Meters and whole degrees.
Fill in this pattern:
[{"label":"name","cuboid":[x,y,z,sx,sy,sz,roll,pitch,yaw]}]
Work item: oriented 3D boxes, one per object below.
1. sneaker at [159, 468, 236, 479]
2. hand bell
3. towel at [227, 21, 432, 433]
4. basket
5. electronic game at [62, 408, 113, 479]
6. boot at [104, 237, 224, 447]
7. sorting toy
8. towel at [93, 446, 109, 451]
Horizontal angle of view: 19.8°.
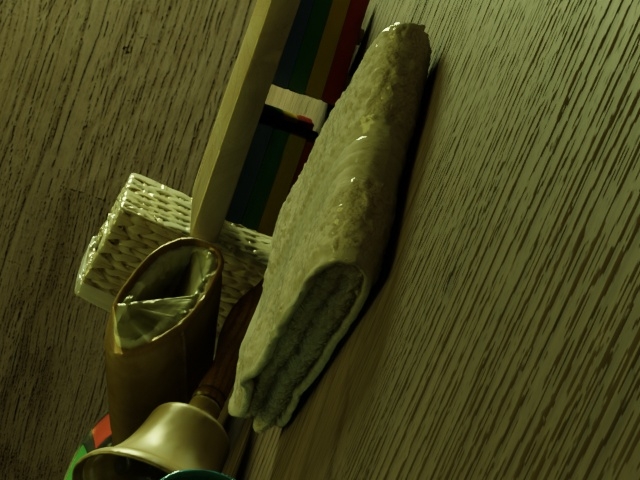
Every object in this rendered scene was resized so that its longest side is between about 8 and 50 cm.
[{"label":"sneaker","cuboid":[-0.101,0.228,1.082,0.319,0.127,0.208,-173,100,-73]},{"label":"hand bell","cuboid":[-0.084,0.120,1.438,0.242,0.126,0.126,-60,-2,-40]},{"label":"towel","cuboid":[0.000,0.000,1.179,0.282,0.049,0.187,120,166,-58]},{"label":"basket","cuboid":[-0.132,0.022,1.721,0.113,0.167,0.103,-90,25,-68]},{"label":"electronic game","cuboid":[-0.197,0.263,1.758,0.229,0.048,0.229,-33,48,45]},{"label":"boot","cuboid":[-0.162,0.159,1.527,0.269,0.089,0.236,98,-162,-51]},{"label":"sorting toy","cuboid":[-0.032,-0.131,1.620,0.257,0.089,0.255,-106,35,-79]},{"label":"towel","cuboid":[-0.141,0.216,1.457,0.029,0.119,0.067,-19,45,42]}]
